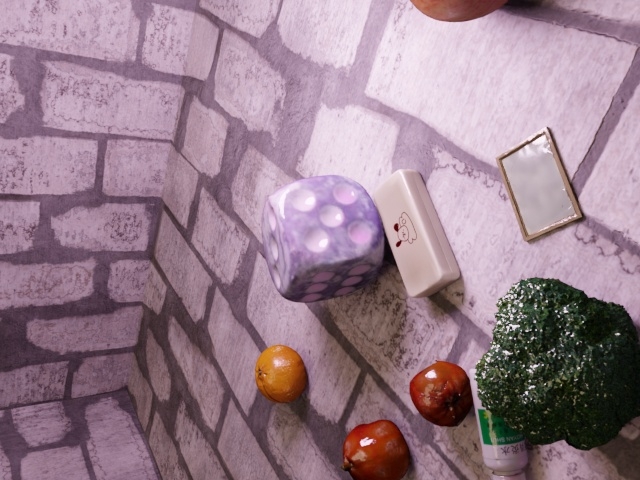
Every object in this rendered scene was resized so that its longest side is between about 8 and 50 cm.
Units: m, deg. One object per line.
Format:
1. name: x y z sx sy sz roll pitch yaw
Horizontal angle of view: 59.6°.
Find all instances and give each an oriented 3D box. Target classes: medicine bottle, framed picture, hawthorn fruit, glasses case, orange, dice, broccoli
1. medicine bottle: 0.381 0.397 1.187 0.095 0.095 0.260 -18 77 53
2. framed picture: 0.447 -0.114 1.158 0.136 0.010 0.201 -34 64 49
3. hawthorn fruit: 0.274 0.349 1.305 0.172 0.148 0.148 -164 75 -73
4. hawthorn fruit: 0.136 0.558 1.453 0.169 0.188 0.169 8 100 48
5. glasses case: 0.235 -0.020 1.404 0.131 0.070 0.313 -42 57 47
6. orange: -0.136 0.444 1.859 0.193 0.161 0.193 12 104 57
7. dice: 0.000 0.000 1.518 0.270 0.270 0.271 116 140 -59
8. broccoli: 0.422 0.217 1.008 0.275 0.308 0.308 -51 -38 -86

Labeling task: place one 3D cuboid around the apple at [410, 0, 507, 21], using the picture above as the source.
1. apple: 0.272 -0.606 1.146 0.269 0.345 0.345 120 138 -62
